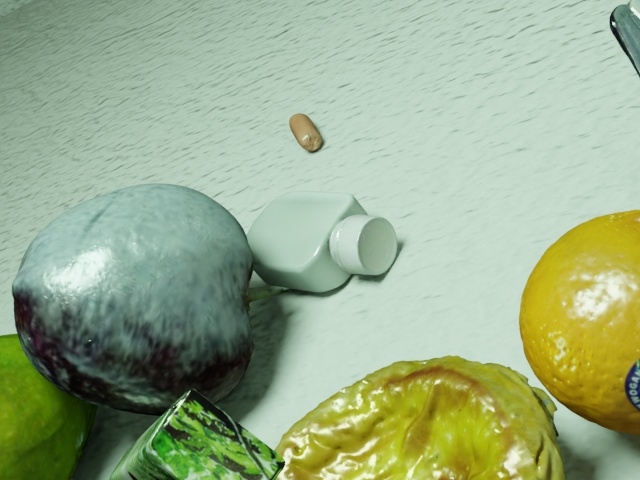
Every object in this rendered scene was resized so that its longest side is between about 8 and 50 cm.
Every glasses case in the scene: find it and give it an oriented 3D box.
[{"bbox_3d":[-0.117,0.199,0.782,0.062,0.095,0.272,-53,2,-26],"label":"glasses case"}]

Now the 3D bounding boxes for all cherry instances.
[{"bbox_3d":[-0.180,0.062,0.987,0.218,0.296,0.254,143,127,-60],"label":"cherry"}]

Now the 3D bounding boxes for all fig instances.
[{"bbox_3d":[-0.335,0.220,1.033,0.233,0.314,0.232,-8,77,41],"label":"fig"}]

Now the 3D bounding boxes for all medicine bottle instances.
[{"bbox_3d":[0.000,0.000,1.056,0.183,0.069,0.119,4,52,48],"label":"medicine bottle"}]

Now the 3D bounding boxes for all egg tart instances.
[{"bbox_3d":[0.067,0.219,0.692,0.295,0.116,0.294,-30,30,20],"label":"egg tart"}]

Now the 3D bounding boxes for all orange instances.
[{"bbox_3d":[0.236,0.059,0.671,0.178,0.155,0.177,-15,20,6],"label":"orange"}]

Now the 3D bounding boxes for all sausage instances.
[{"bbox_3d":[-0.022,-0.153,1.288,0.034,0.034,0.083,-35,33,6],"label":"sausage"}]

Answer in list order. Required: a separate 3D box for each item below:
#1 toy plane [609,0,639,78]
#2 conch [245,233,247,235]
[{"bbox_3d":[0.355,-0.096,0.796,0.204,0.103,0.316,9,51,6],"label":"toy plane"},{"bbox_3d":[-0.139,0.009,1.196,0.085,0.056,0.076,-40,46,0],"label":"conch"}]
